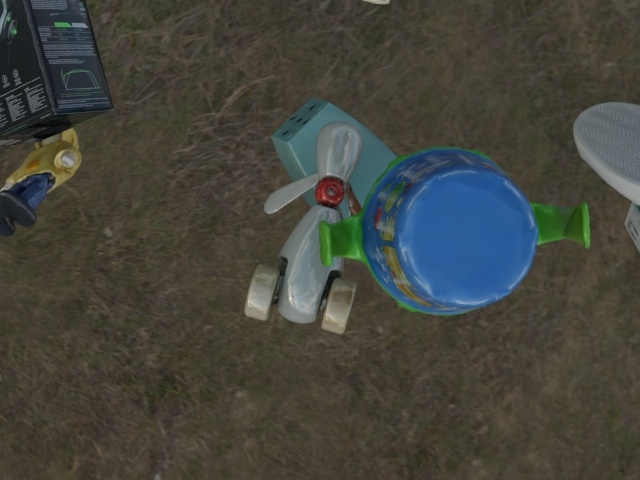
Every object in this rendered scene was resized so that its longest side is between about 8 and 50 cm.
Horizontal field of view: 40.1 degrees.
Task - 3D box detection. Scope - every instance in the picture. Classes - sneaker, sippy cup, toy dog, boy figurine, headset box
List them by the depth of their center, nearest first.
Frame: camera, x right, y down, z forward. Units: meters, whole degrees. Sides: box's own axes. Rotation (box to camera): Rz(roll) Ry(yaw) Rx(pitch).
[{"bbox_3d":[0.369,-0.012,0.879,0.108,0.292,0.169,-33,139,-14],"label":"sneaker"},{"bbox_3d":[0.169,-0.008,1.112,0.305,0.224,0.240,-39,92,2],"label":"sippy cup"},{"bbox_3d":[0.000,0.000,1.360,0.220,0.161,0.333,35,75,3],"label":"toy dog"},{"bbox_3d":[-0.521,-0.329,1.538,0.131,0.246,0.283,-18,93,-53],"label":"headset box"},{"bbox_3d":[-0.508,-0.133,1.607,0.092,0.177,0.285,52,34,-30],"label":"boy figurine"}]

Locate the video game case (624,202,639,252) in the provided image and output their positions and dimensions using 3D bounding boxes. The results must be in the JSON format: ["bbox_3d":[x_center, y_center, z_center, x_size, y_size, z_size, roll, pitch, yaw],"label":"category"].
[{"bbox_3d":[0.557,-0.026,1.452,0.019,0.157,0.143,-4,135,-6],"label":"video game case"}]

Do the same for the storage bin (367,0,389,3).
[{"bbox_3d":[0.133,-0.689,1.875,0.123,0.260,0.262,16,67,8],"label":"storage bin"}]

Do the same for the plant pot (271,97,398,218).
[{"bbox_3d":[0.033,-0.132,1.576,0.165,0.166,0.234,-44,114,-4],"label":"plant pot"}]
